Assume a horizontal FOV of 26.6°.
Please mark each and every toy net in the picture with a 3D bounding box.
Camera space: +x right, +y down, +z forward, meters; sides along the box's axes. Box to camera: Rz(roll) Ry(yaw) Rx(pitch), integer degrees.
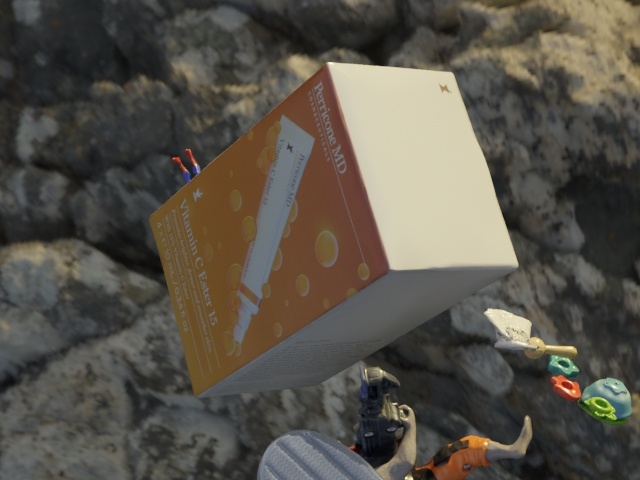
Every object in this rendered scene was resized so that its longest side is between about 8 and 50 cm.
[{"bbox_3d":[0.300,0.171,1.782,0.232,0.122,0.045,33,120,24],"label":"toy net"}]

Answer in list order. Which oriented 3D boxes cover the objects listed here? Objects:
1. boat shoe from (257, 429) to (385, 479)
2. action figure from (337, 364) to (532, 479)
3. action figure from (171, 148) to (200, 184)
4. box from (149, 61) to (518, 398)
[{"bbox_3d":[0.056,0.331,1.295,0.121,0.119,0.335,-36,75,-18],"label":"boat shoe"},{"bbox_3d":[0.133,0.323,1.873,0.330,0.341,0.178,-7,49,12],"label":"action figure"},{"bbox_3d":[-0.171,-0.071,1.902,0.038,0.030,0.115,-31,85,14],"label":"action figure"},{"bbox_3d":[0.000,0.000,1.367,0.345,0.168,0.215,-36,64,45],"label":"box"}]
